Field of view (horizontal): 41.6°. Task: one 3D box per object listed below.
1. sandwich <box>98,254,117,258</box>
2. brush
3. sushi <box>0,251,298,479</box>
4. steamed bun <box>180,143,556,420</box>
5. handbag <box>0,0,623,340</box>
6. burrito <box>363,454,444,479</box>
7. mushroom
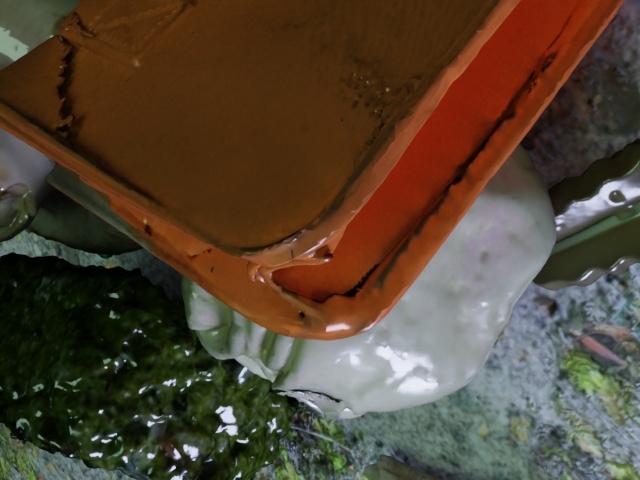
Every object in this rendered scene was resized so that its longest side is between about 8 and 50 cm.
[{"bbox_3d":[-0.273,-0.027,1.048,0.069,0.026,0.101,-43,78,36],"label":"sandwich"},{"bbox_3d":[0.152,0.019,0.669,0.301,0.071,0.084,-32,85,48],"label":"brush"},{"bbox_3d":[-0.203,0.154,0.867,0.352,0.178,0.294,6,152,44],"label":"sushi"},{"bbox_3d":[0.000,0.000,0.651,0.320,0.206,0.275,-43,37,43],"label":"steamed bun"},{"bbox_3d":[0.012,-0.163,0.534,0.303,0.410,0.116,29,164,34],"label":"handbag"},{"bbox_3d":[0.130,0.254,0.760,0.226,0.060,0.087,11,116,37],"label":"burrito"},{"bbox_3d":[-0.290,-0.117,0.815,0.362,0.294,0.362,25,149,16],"label":"mushroom"}]
